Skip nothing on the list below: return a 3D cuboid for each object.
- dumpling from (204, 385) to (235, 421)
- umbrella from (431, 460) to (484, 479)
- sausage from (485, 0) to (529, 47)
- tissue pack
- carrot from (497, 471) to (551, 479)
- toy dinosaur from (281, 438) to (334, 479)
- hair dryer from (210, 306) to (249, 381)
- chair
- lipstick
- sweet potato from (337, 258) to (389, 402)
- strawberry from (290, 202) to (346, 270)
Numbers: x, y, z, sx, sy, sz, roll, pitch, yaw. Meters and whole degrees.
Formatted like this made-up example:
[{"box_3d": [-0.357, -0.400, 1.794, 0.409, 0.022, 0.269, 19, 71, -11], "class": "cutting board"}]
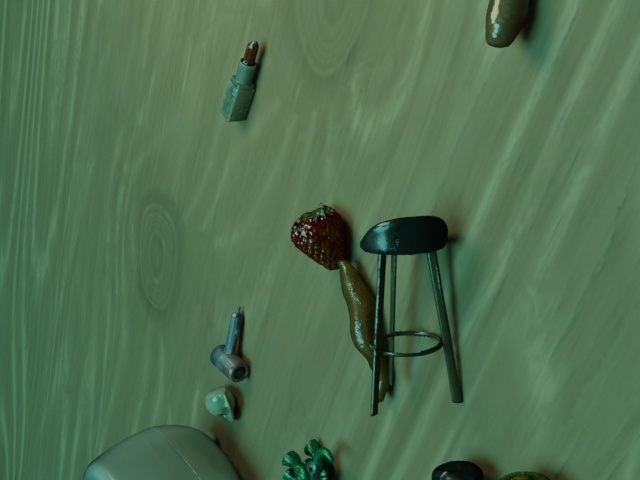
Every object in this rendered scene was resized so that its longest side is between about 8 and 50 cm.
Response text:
[{"box_3d": [-0.156, 0.262, 1.471, 0.077, 0.043, 0.059, -25, 92, 40], "class": "dumpling"}, {"box_3d": [0.144, 0.414, 0.989, 0.113, 0.106, 0.357, -170, 75, -72], "class": "umbrella"}, {"box_3d": [0.173, -0.271, 0.845, 0.043, 0.043, 0.186, 16, 110, 54], "class": "sausage"}, {"box_3d": [-0.249, 0.467, 1.496, 0.229, 0.236, 0.333, 40, 130, 34], "class": "tissue pack"}, {"box_3d": [0.228, 0.403, 0.896, 0.074, 0.074, 0.358, -11, 91, 57], "class": "carrot"}, {"box_3d": [-0.001, 0.321, 1.242, 0.096, 0.059, 0.132, 42, 139, 34], "class": "toy dinosaur"}, {"box_3d": [-0.132, 0.154, 1.419, 0.063, 0.037, 0.114, 32, 116, 47], "class": "hair dryer"}, {"box_3d": [0.090, 0.073, 1.011, 0.095, 0.104, 0.221, -141, 47, -68], "class": "chair"}, {"box_3d": [-0.107, -0.226, 1.292, 0.030, 0.030, 0.129, 56, 139, 34], "class": "lipstick"}, {"box_3d": [0.053, 0.106, 1.114, 0.044, 0.044, 0.179, -32, 72, 55], "class": "sweet potato"}, {"box_3d": [0.000, 0.000, 1.151, 0.073, 0.073, 0.083, 4, 116, 56], "class": "strawberry"}]
